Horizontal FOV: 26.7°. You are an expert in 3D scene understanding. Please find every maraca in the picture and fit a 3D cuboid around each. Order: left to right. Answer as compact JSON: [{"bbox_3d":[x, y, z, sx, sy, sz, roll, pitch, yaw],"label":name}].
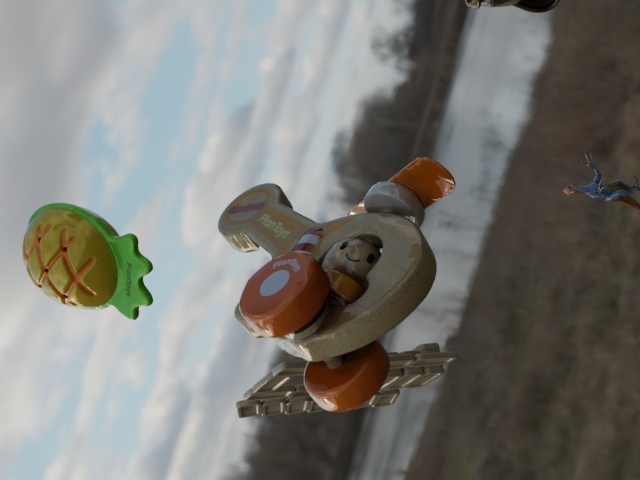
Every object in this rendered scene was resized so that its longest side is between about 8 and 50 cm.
[{"bbox_3d":[-0.262,0.024,1.524,0.099,0.185,0.127,-35,-45,-48],"label":"maraca"}]

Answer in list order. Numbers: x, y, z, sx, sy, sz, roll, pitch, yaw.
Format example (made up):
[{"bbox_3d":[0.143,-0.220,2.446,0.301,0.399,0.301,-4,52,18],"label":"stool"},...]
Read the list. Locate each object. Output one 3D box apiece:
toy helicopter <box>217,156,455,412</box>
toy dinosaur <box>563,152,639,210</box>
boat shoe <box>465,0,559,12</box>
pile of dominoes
[{"bbox_3d":[0.000,0.000,1.346,0.235,0.140,0.355,-43,30,-8],"label":"toy helicopter"},{"bbox_3d":[0.320,-0.052,1.528,0.047,0.082,0.090,-76,-32,-63],"label":"toy dinosaur"},{"bbox_3d":[0.182,-0.302,1.392,0.123,0.123,0.342,66,-162,11],"label":"boat shoe"},{"bbox_3d":[0.022,0.158,1.596,0.196,0.251,0.040,-42,54,54],"label":"pile of dominoes"}]
